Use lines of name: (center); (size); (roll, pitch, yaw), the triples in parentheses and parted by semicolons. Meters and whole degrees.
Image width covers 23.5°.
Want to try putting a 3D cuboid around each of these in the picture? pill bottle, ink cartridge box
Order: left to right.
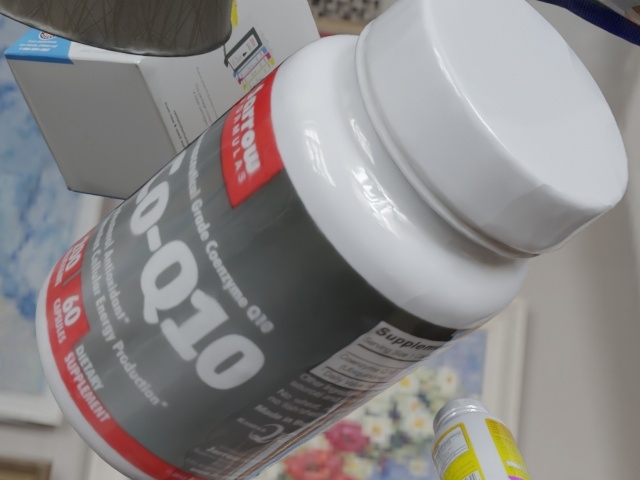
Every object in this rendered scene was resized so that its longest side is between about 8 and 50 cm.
ink cartridge box: (-0.138, -0.170, 1.446); (0.171, 0.233, 0.168); (8, -46, 35)
pill bottle: (0.000, 0.000, 0.770); (0.161, 0.161, 0.283); (23, -48, -37)
pill bottle: (0.079, 0.114, 0.758); (0.043, 0.083, 0.043); (-4, -60, -8)

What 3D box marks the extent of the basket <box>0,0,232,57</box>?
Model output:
basket: (-0.108, -0.240, 0.797); (0.154, 0.227, 0.204); (-10, 35, -41)

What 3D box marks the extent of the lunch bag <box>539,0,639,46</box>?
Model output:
lunch bag: (0.265, -0.337, 0.908); (0.239, 0.385, 0.328); (26, -13, 10)
